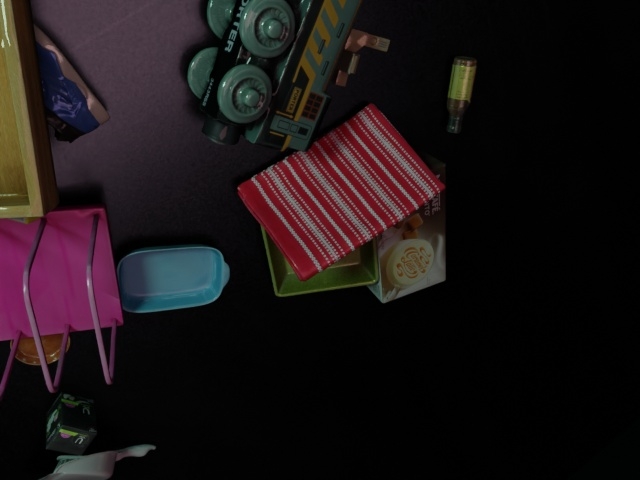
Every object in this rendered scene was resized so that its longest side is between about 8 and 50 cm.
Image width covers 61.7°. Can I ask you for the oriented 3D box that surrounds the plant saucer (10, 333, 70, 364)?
[{"bbox_3d":[-0.441,0.160,0.846,0.084,0.013,0.083,-11,120,-20],"label":"plant saucer"}]

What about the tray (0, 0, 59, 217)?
[{"bbox_3d":[-0.408,-0.227,0.543,0.203,0.076,0.410,-3,108,-10],"label":"tray"}]

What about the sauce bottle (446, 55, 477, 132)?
[{"bbox_3d":[0.243,-0.254,0.938,0.042,0.042,0.128,-9,123,-22],"label":"sauce bottle"}]

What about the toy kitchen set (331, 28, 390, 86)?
[{"bbox_3d":[0.064,-0.274,0.821,0.075,0.068,0.083,4,115,-28],"label":"toy kitchen set"}]

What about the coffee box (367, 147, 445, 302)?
[{"bbox_3d":[0.144,-0.026,0.977,0.141,0.098,0.246,-18,123,-16],"label":"coffee box"}]

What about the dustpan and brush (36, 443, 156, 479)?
[{"bbox_3d":[-0.396,0.399,0.963,0.211,0.060,0.147,16,141,-38],"label":"dustpan and brush"}]

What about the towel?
[{"bbox_3d":[0.029,-0.083,0.845,0.275,0.198,0.031,-33,162,-7],"label":"towel"}]

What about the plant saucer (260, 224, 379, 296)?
[{"bbox_3d":[0.000,0.000,0.930,0.189,0.045,0.188,-8,122,0],"label":"plant saucer"}]

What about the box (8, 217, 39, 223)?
[{"bbox_3d":[-0.401,-0.118,0.665,0.105,0.043,0.179,14,117,8],"label":"box"}]

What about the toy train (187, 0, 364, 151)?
[{"bbox_3d":[-0.049,-0.278,0.731,0.190,0.142,0.333,9,111,-43],"label":"toy train"}]

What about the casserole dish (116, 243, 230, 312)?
[{"bbox_3d":[-0.244,0.056,0.872,0.189,0.037,0.114,-5,118,-25],"label":"casserole dish"}]

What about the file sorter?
[{"bbox_3d":[-0.422,0.090,0.690,0.291,0.182,0.202,-6,119,-15],"label":"file sorter"}]

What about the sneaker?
[{"bbox_3d":[-0.345,-0.191,0.671,0.085,0.058,0.152,-40,133,-12],"label":"sneaker"}]

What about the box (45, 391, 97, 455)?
[{"bbox_3d":[-0.416,0.305,0.894,0.062,0.083,0.052,32,100,-35],"label":"box"}]
